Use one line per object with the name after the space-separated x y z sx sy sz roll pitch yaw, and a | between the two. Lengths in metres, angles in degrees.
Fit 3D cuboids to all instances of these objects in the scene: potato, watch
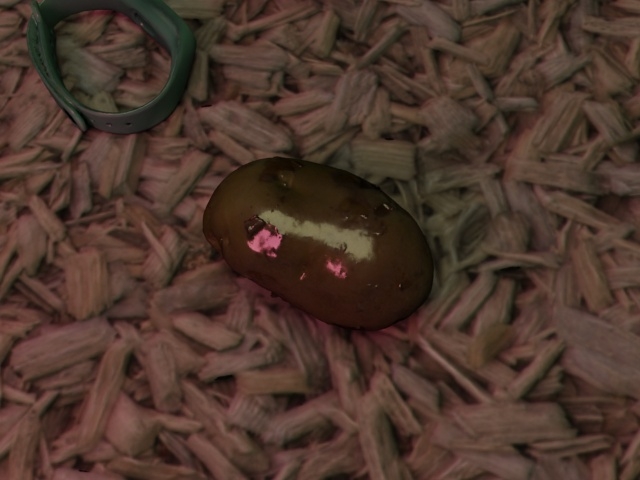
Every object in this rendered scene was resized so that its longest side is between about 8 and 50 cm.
0.000 0.000 0.897 0.262 0.165 0.165 21 69 5 | potato
-0.276 -0.246 1.067 0.195 0.068 0.237 -43 74 -12 | watch
